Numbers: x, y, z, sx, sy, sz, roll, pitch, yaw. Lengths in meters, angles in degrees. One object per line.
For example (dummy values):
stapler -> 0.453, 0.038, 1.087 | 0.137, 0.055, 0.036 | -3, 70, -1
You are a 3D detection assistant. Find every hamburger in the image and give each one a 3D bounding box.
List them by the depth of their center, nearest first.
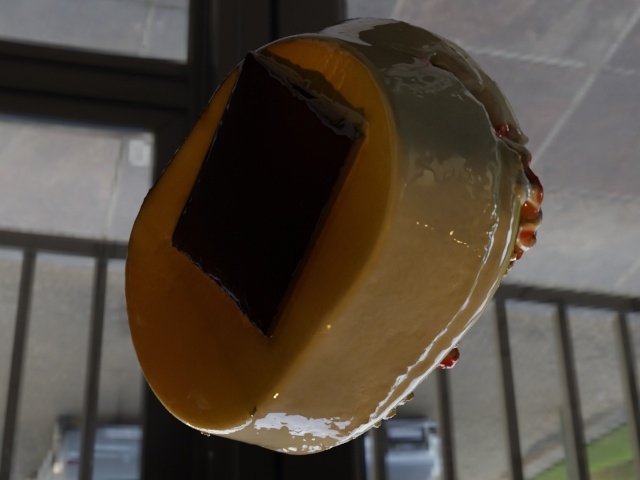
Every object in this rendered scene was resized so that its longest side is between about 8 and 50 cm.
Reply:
hamburger -> 0.000, 0.000, 0.823 | 0.151, 0.227, 0.295 | -1, 137, -47
